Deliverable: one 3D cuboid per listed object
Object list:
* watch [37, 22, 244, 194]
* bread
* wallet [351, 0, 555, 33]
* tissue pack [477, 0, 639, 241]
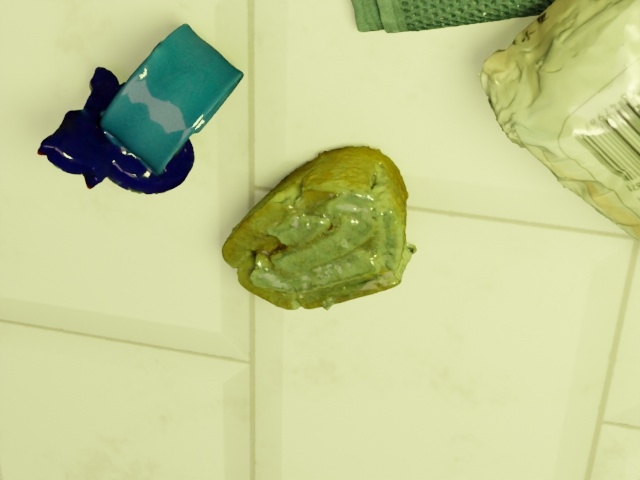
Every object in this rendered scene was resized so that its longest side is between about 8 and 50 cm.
[{"bbox_3d":[-0.198,-0.160,1.160,0.171,0.196,0.200,36,128,-16],"label":"watch"},{"bbox_3d":[0.000,0.000,1.225,0.257,0.124,0.186,-24,109,26],"label":"bread"},{"bbox_3d":[0.180,-0.328,1.004,0.342,0.075,0.237,-3,136,16],"label":"wallet"},{"bbox_3d":[0.401,-0.166,0.970,0.390,0.195,0.375,37,119,-25],"label":"tissue pack"}]
